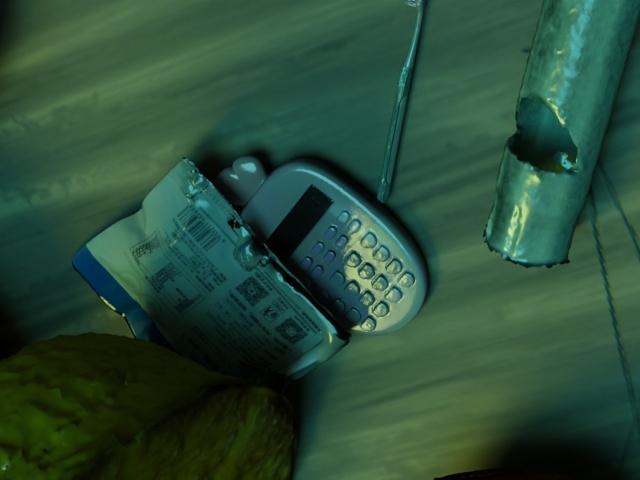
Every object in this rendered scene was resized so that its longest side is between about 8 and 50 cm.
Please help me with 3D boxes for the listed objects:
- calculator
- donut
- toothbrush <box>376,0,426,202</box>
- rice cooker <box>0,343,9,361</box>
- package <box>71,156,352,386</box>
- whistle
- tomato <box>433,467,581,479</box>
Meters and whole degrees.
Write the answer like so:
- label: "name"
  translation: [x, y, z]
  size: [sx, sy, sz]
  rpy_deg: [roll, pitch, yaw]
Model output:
- label: "calculator"
  translation: [0.000, 0.000, 1.334]
  size: [0.166, 0.024, 0.103]
  rpy_deg: [39, 124, -1]
- label: "donut"
  translation: [-0.178, 0.245, 1.342]
  size: [0.163, 0.377, 0.435]
  rpy_deg: [27, 139, 24]
- label: "toothbrush"
  translation: [0.051, -0.099, 1.270]
  size: [0.014, 0.011, 0.167]
  rpy_deg: [20, 121, 19]
- label: "rice cooker"
  translation: [-0.352, 0.147, 1.440]
  size: [0.267, 0.224, 0.267]
  rpy_deg: [9, 115, 19]
- label: "package"
  translation: [-0.082, 0.041, 1.377]
  size: [0.171, 0.027, 0.173]
  rpy_deg: [48, 137, -7]
- label: "whistle"
  translation: [0.161, -0.128, 1.180]
  size: [0.062, 0.062, 0.312]
  rpy_deg: [20, 120, 13]
- label: "tomato"
  translation: [0.127, 0.248, 1.303]
  size: [0.208, 0.184, 0.208]
  rpy_deg: [3, 147, 2]
